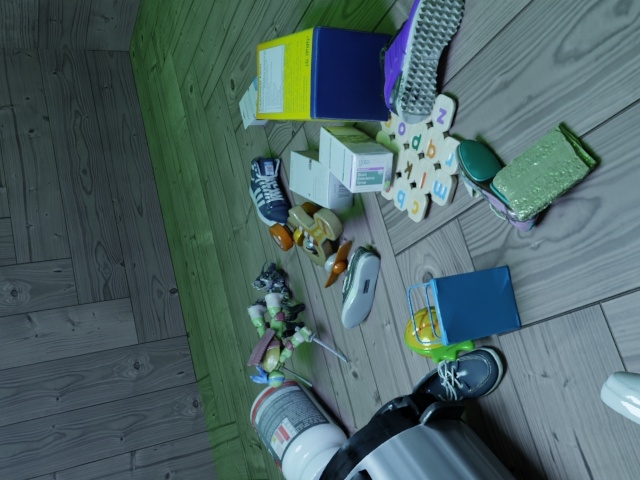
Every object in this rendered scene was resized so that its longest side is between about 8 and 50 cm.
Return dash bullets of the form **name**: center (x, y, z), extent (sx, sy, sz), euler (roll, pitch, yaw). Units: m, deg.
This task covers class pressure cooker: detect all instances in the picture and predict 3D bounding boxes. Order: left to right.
- **pressure cooker**: center (0.193, 0.527, 1.164), extent (0.420, 0.369, 0.376), euler (49, 171, 48)

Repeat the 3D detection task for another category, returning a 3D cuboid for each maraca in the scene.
- **maraca**: center (0.242, 0.194, 1.242), extent (0.099, 0.127, 0.185), euler (62, 169, -21)

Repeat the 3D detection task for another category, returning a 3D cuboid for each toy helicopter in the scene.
- **toy helicopter**: center (0.000, 0.000, 1.617), extent (0.235, 0.140, 0.355), euler (54, 164, 1)

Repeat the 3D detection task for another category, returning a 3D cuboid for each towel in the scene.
- **towel**: center (0.362, -0.109, 0.997), extent (0.148, 0.027, 0.110), euler (-43, 49, 25)

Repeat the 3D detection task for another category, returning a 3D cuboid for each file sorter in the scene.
- **file sorter**: center (0.264, 0.122, 1.142), extent (0.104, 0.170, 0.118), euler (157, 104, -65)

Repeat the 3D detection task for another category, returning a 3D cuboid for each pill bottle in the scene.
- **pill bottle**: center (-0.046, 0.586, 1.786), extent (0.363, 0.210, 0.210), euler (37, 128, 54)

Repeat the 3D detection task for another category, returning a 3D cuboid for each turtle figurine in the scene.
- **turtle figurine**: center (-0.100, 0.303, 1.815), extent (0.198, 0.274, 0.266), euler (106, 150, -60)

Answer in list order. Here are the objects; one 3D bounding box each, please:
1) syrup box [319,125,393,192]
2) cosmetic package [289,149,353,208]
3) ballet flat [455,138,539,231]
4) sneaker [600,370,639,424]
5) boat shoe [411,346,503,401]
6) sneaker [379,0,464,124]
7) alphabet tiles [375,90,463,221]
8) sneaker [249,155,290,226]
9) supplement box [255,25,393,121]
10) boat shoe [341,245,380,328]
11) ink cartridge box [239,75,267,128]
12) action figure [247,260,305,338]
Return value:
- **syrup box**: center (0.078, -0.197, 1.447), extent (0.237, 0.093, 0.096), euler (-127, 35, -57)
- **cosmetic package**: center (0.000, -0.169, 1.654), extent (0.231, 0.085, 0.117), euler (28, 121, 55)
- **ballet flat**: center (0.312, -0.094, 1.111), extent (0.079, 0.076, 0.221), euler (84, 159, -47)
- **sneaker**: center (0.510, 0.177, 0.773), extent (0.292, 0.108, 0.169), euler (14, 107, 50)
- **boat shoe**: center (0.273, 0.288, 1.256), extent (0.254, 0.079, 0.095), euler (-45, 56, 56)
- **sneaker**: center (0.180, -0.396, 1.226), extent (0.146, 0.102, 0.293), euler (48, 131, 49)
- **alphabet tiles**: center (0.208, -0.195, 1.324), extent (0.284, 0.021, 0.278), euler (46, 133, 48)
- **sneaker**: center (-0.156, -0.162, 1.930), extent (0.282, 0.099, 0.153), euler (-125, 37, -46)
- **supplement box**: center (-0.003, -0.386, 1.471), extent (0.356, 0.195, 0.194), euler (22, 112, 61)
- **boat shoe**: center (0.094, 0.121, 1.562), extent (0.070, 0.077, 0.219), euler (43, 125, 49)
- **ink cartridge box**: center (-0.201, -0.445, 1.986), extent (0.180, 0.060, 0.104), euler (-32, 69, 59)
- **action figure**: center (-0.161, 0.179, 1.982), extent (0.276, 0.140, 0.164), euler (50, 140, 41)
